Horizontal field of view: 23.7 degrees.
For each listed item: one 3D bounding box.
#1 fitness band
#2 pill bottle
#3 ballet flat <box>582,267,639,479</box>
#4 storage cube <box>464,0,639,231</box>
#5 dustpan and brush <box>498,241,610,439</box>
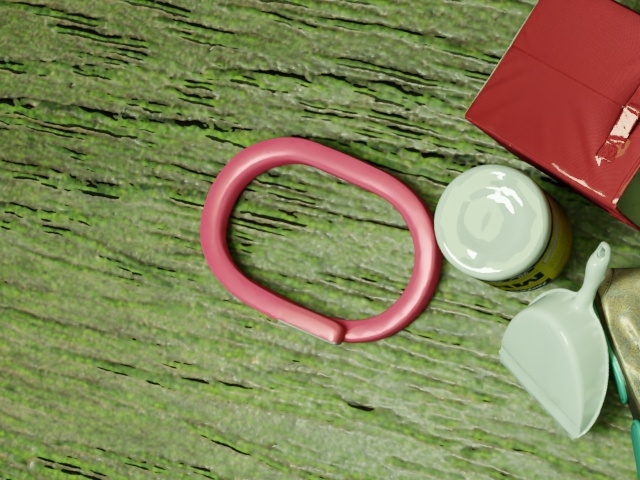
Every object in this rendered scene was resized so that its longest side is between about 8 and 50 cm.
[{"bbox_3d":[0.000,0.000,1.763,0.291,0.054,0.209,25,89,19],"label":"fitness band"},{"bbox_3d":[0.200,-0.007,1.609,0.119,0.208,0.119,-3,82,19],"label":"pill bottle"},{"bbox_3d":[0.364,0.173,1.593,0.106,0.107,0.316,-15,80,5],"label":"ballet flat"},{"bbox_3d":[0.299,-0.137,1.595,0.193,0.215,0.184,34,96,26],"label":"storage cube"},{"bbox_3d":[0.263,0.087,1.603,0.060,0.211,0.147,-21,49,-24],"label":"dustpan and brush"}]
